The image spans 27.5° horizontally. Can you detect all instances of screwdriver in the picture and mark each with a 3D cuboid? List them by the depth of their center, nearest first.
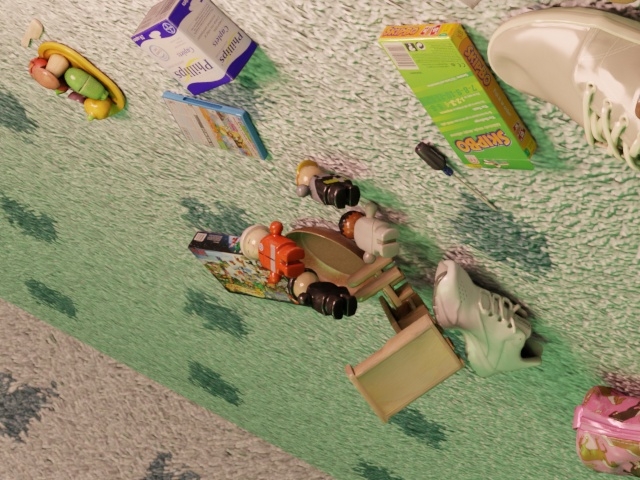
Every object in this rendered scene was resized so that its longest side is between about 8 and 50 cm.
[{"bbox_3d":[0.205,-0.090,1.936,0.170,0.024,0.025,37,-176,-18],"label":"screwdriver"}]

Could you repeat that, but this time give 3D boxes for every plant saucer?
[{"bbox_3d":[0.025,0.032,2.363,0.199,0.036,0.198,26,156,12],"label":"plant saucer"}]

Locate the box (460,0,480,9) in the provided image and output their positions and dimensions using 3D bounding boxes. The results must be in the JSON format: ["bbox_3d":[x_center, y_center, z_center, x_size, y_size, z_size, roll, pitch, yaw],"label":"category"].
[{"bbox_3d":[0.148,-0.367,1.414,0.183,0.056,0.231,34,156,-7],"label":"box"}]

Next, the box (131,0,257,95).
[{"bbox_3d":[-0.187,-0.292,1.929,0.137,0.072,0.126,41,155,-23],"label":"box"}]

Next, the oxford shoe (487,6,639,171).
[{"bbox_3d":[0.357,-0.148,1.471,0.449,0.130,0.169,27,161,37],"label":"oxford shoe"}]

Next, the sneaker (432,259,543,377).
[{"bbox_3d":[0.281,0.124,2.200,0.129,0.111,0.297,-7,143,31],"label":"sneaker"}]

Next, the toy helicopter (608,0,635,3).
[{"bbox_3d":[0.329,-0.306,1.244,0.235,0.140,0.355,30,167,-11],"label":"toy helicopter"}]

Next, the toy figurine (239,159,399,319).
[{"bbox_3d":[0.000,0.000,2.123,0.213,0.209,0.148,41,171,-37],"label":"toy figurine"}]

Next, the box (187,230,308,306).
[{"bbox_3d":[-0.132,0.056,2.581,0.233,0.044,0.159,7,147,42],"label":"box"}]

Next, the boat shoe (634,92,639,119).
[{"bbox_3d":[0.377,-0.200,1.346,0.066,0.183,0.066,32,177,-32],"label":"boat shoe"}]

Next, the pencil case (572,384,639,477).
[{"bbox_3d":[0.603,0.334,2.139,0.386,0.160,0.167,3,125,47],"label":"pencil case"}]

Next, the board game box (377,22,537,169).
[{"bbox_3d":[0.190,-0.187,1.746,0.124,0.039,0.259,6,144,44],"label":"board game box"}]

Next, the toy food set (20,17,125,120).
[{"bbox_3d":[-0.444,-0.273,2.264,0.218,0.071,0.128,39,155,-18],"label":"toy food set"}]

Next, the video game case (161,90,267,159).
[{"bbox_3d":[-0.176,-0.192,2.184,0.166,0.015,0.119,17,152,29],"label":"video game case"}]

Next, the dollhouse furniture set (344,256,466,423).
[{"bbox_3d":[0.123,0.176,2.209,0.212,0.161,0.242,54,-176,-19],"label":"dollhouse furniture set"}]
